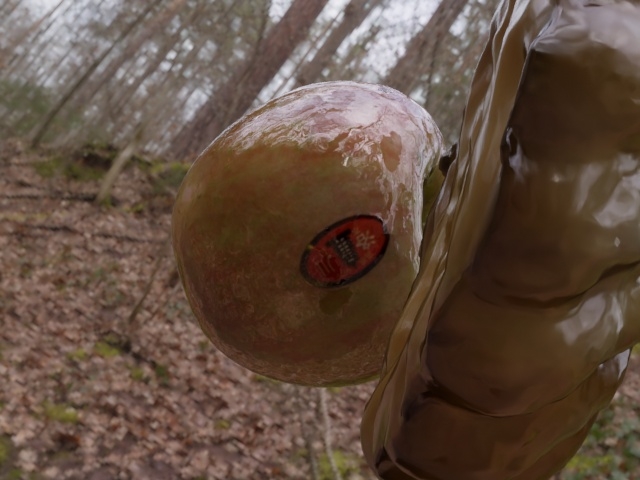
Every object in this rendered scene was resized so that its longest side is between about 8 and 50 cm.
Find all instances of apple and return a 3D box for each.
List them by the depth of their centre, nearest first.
[{"bbox_3d":[0.000,0.000,1.233,0.346,0.391,0.391,-9,-37,24],"label":"apple"}]

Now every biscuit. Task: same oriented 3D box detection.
[{"bbox_3d":[0.105,-0.026,0.458,0.107,0.326,0.326,15,-20,5],"label":"biscuit"}]
